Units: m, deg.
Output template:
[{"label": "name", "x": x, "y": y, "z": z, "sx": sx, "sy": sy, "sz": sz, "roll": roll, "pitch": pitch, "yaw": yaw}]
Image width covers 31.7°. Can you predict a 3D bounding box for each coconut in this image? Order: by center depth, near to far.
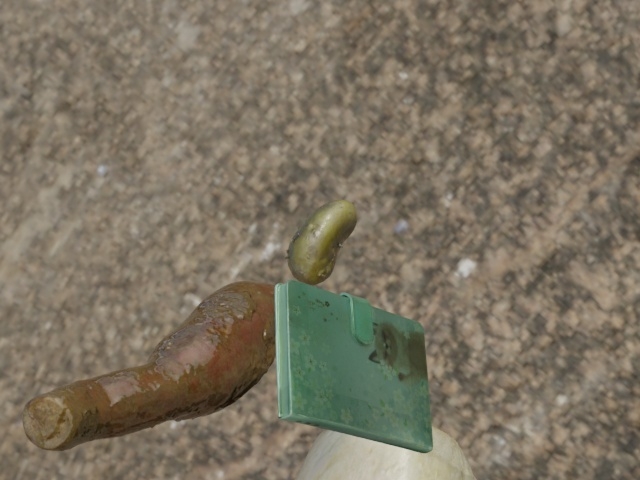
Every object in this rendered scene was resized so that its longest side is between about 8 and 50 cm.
[{"label": "coconut", "x": 0.078, "y": 0.408, "z": 1.581, "sx": 0.328, "sy": 0.329, "sz": 0.329, "roll": -22, "pitch": 52, "yaw": 30}]

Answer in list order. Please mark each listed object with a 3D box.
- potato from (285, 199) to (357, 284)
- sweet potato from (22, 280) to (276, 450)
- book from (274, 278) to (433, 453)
[{"label": "potato", "x": 0.000, "y": 0.000, "z": 1.635, "sx": 0.070, "sy": 0.091, "sz": 0.138, "roll": 23, "pitch": 69, "yaw": 19}, {"label": "sweet potato", "x": -0.129, "y": 0.125, "z": 1.085, "sx": 0.109, "sy": 0.385, "sz": 0.109, "roll": 9, "pitch": 110, "yaw": 26}, {"label": "book", "x": 0.025, "y": 0.085, "z": 0.776, "sx": 0.017, "sy": 0.135, "sz": 0.103, "roll": -28, "pitch": 53, "yaw": 41}]
